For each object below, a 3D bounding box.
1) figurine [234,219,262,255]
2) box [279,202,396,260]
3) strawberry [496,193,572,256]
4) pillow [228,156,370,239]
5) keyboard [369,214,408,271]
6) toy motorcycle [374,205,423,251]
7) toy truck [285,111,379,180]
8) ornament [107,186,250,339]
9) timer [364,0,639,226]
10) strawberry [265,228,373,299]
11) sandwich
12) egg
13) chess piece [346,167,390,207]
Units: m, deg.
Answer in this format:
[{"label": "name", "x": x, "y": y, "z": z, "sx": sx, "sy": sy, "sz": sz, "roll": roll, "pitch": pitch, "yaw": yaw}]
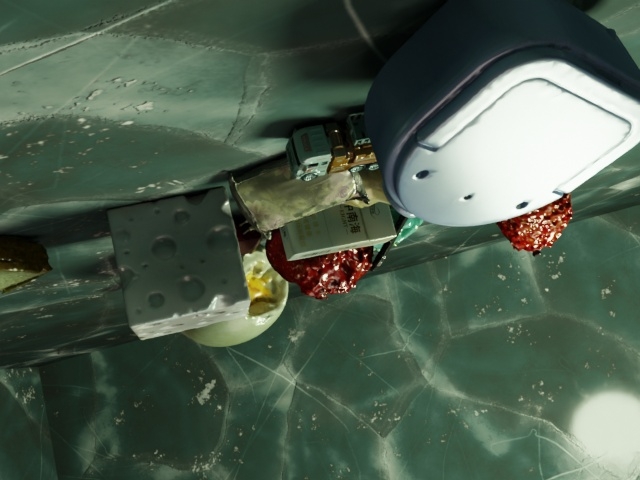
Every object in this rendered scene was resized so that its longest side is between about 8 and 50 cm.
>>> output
[{"label": "figurine", "x": -0.195, "y": -0.013, "z": 1.830, "sx": 0.098, "sy": 0.082, "sz": 0.154, "roll": -33, "pitch": 168, "yaw": 31}, {"label": "box", "x": 0.031, "y": -0.054, "z": 1.716, "sx": 0.242, "sy": 0.155, "sz": 0.067, "roll": -12, "pitch": 171, "yaw": -19}, {"label": "strawberry", "x": 0.521, "y": -0.082, "z": 2.042, "sx": 0.233, "sy": 0.234, "sz": 0.178, "roll": -21, "pitch": 160, "yaw": 38}, {"label": "pillow", "x": -0.041, "y": -0.100, "z": 1.481, "sx": 0.255, "sy": 0.169, "sz": 0.059, "roll": -18, "pitch": -149, "yaw": 20}, {"label": "keyboard", "x": 0.190, "y": -0.043, "z": 1.874, "sx": 0.016, "sy": 0.262, "sz": 0.106, "roll": 32, "pitch": 167, "yaw": -1}, {"label": "toy motorcycle", "x": 0.188, "y": -0.045, "z": 2.035, "sx": 0.296, "sy": 0.109, "sz": 0.198, "roll": -34, "pitch": -177, "yaw": -40}, {"label": "toy truck", "x": 0.036, "y": -0.164, "z": 1.321, "sx": 0.177, "sy": 0.080, "sz": 0.115, "roll": -13, "pitch": 165, "yaw": -12}, {"label": "ornament", "x": -0.287, "y": 0.054, "z": 1.624, "sx": 0.239, "sy": 0.239, "sz": 0.240, "roll": -12, "pitch": 170, "yaw": -10}, {"label": "timer", "x": 0.233, "y": -0.171, "z": 1.107, "sx": 0.394, "sy": 0.173, "sz": 0.395, "roll": -14, "pitch": 152, "yaw": -7}, {"label": "strawberry", "x": 0.000, "y": 0.000, "z": 1.844, "sx": 0.274, "sy": 0.274, "sz": 0.221, "roll": -10, "pitch": 133, "yaw": -18}, {"label": "sandwich", "x": -0.700, "y": 0.063, "z": 1.558, "sx": 0.251, "sy": 0.087, "sz": 0.226, "roll": -22, "pitch": 169, "yaw": 28}, {"label": "egg", "x": -0.260, "y": 0.136, "z": 2.021, "sx": 0.336, "sy": 0.279, "sz": 0.278, "roll": -15, "pitch": 172, "yaw": 39}, {"label": "chess piece", "x": 0.051, "y": -0.117, "z": 1.556, "sx": 0.300, "sy": 0.137, "sz": 0.137, "roll": -6, "pitch": 173, "yaw": 20}]
